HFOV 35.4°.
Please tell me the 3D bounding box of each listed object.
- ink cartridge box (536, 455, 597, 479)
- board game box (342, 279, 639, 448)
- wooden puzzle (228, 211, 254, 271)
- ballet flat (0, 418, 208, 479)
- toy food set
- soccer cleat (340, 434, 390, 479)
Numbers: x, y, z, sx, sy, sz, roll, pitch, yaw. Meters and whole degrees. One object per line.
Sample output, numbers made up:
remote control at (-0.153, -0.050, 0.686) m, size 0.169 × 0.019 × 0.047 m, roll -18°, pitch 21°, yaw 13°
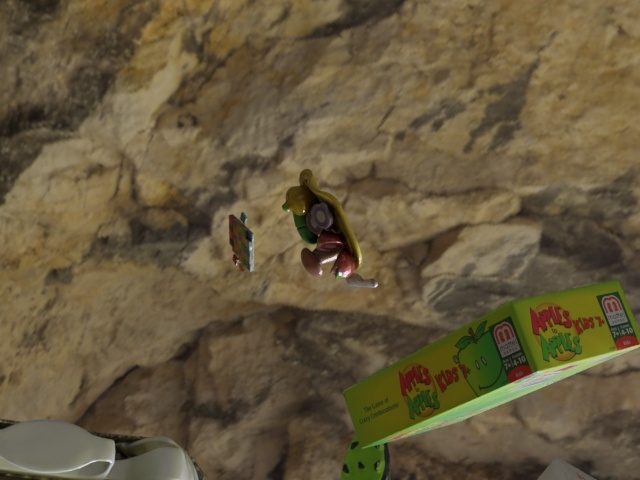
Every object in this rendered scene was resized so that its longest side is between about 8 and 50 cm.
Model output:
ink cartridge box at (0.280, 0.355, 0.941) m, size 0.233 × 0.168 × 0.171 m, roll 32°, pitch -166°, yaw -13°
board game box at (0.102, 0.082, 0.635) m, size 0.092 × 0.181 × 0.043 m, roll -7°, pitch -109°, yaw -35°
wooden puzzle at (-0.089, 0.003, 1.124) m, size 0.006 × 0.083 × 0.049 m, roll -18°, pitch -143°, yaw -27°
ballet flat at (-0.282, 0.292, 1.219) m, size 0.483 × 0.182 × 0.164 m, roll 19°, pitch -136°, yaw -38°
toy food set at (0.000, 0.000, 1.549) m, size 0.071 × 0.128 × 0.217 m, roll -31°, pitch -73°, yaw -17°
soccer cleat at (0.060, 0.318, 1.211) m, size 0.072 × 0.060 × 0.178 m, roll 35°, pitch -126°, yaw -60°
